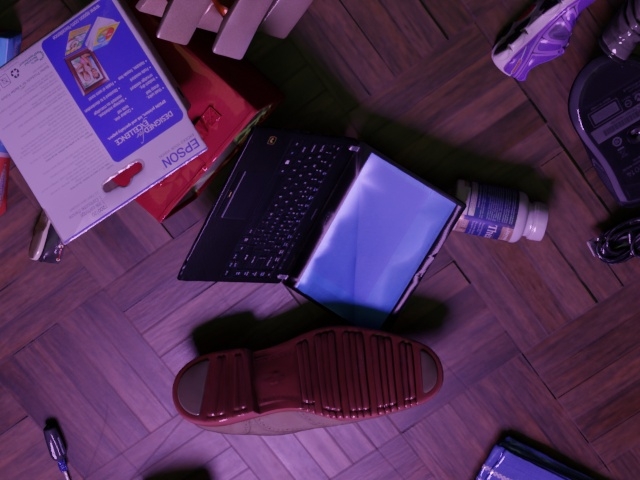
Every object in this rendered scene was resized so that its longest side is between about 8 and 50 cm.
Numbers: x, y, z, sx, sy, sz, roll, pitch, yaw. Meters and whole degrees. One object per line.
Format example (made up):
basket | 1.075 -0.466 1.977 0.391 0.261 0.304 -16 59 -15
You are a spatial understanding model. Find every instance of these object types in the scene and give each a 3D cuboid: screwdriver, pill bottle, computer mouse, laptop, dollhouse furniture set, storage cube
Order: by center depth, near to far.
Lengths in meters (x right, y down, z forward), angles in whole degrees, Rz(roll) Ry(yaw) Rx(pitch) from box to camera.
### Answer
dollhouse furniture set | -0.121 -0.334 1.441 0.259 0.262 0.135 9 124 -43
storage cube | -0.184 -0.162 1.509 0.193 0.215 0.183 42 104 -2
laptop | 0.000 0.000 1.557 0.264 0.136 0.234 4 125 -42
computer mouse | 0.383 -0.118 1.574 0.189 0.072 0.272 -27 114 4
pill bottle | 0.225 -0.034 1.600 0.120 0.067 0.067 11 106 -1
screwdriver | -0.351 0.332 1.748 0.024 0.025 0.169 -13 104 6

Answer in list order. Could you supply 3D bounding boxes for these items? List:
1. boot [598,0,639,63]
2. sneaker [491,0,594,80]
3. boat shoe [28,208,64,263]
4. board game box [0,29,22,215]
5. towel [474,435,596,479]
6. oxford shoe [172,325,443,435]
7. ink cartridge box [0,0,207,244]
boot | 0.413 -0.317 1.480 0.083 0.246 0.161 43 142 0
sneaker | 0.288 -0.265 1.545 0.071 0.068 0.170 39 113 -24
boat shoe | -0.339 -0.033 1.636 0.042 0.049 0.133 14 100 -31
board game box | -0.550 -0.168 1.592 0.317 0.064 0.242 9 106 0
towel | 0.272 0.454 1.759 0.243 0.040 0.336 26 107 -7
oxford shoe | -0.010 0.191 1.653 0.348 0.130 0.123 -4 66 10
ink cartridge box | -0.253 -0.135 1.398 0.206 0.045 0.208 -32 88 14
